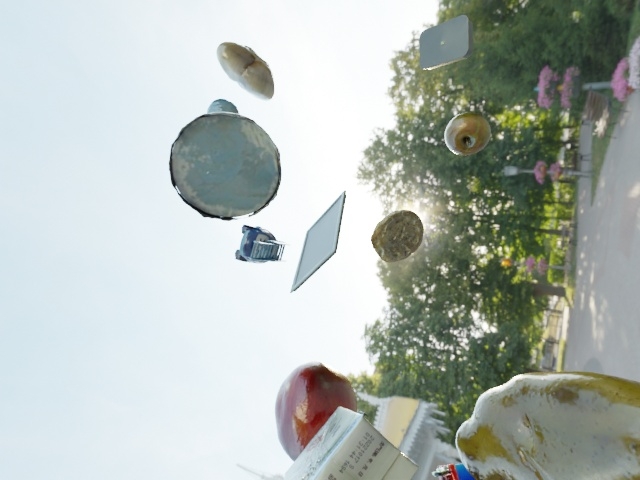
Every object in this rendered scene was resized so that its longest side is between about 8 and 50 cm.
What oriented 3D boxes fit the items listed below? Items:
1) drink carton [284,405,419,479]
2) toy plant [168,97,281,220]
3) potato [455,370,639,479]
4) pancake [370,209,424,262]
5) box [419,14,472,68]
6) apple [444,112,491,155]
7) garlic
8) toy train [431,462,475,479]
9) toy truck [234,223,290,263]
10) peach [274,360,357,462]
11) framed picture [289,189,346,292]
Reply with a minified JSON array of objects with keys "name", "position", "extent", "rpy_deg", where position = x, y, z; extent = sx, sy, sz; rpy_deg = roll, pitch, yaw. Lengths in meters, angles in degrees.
[{"name":"drink carton","position":[0.039,0.433,0.751],"extent":[0.194,0.132,0.325],"rpy_deg":[-47,-11,-18]},{"name":"toy plant","position":[-0.215,-0.204,0.961],"extent":[0.332,0.246,0.248],"rpy_deg":[-113,14,-65]},{"name":"potato","position":[0.351,0.283,0.550],"extent":[0.369,0.176,0.196],"rpy_deg":[132,154,-53]},{"name":"pancake","position":[0.200,-0.012,1.050],"extent":[0.151,0.025,0.152],"rpy_deg":[-8,-62,-15]},{"name":"box","position":[0.288,-0.450,0.925],"extent":[0.031,0.125,0.091],"rpy_deg":[-8,-83,-42]},{"name":"apple","position":[0.298,-0.218,0.819],"extent":[0.090,0.089,0.075],"rpy_deg":[54,-141,-51]},{"name":"garlic","position":[-0.191,-0.434,1.037],"extent":[0.174,0.099,0.124],"rpy_deg":[30,-157,-27]},{"name":"toy train","position":[0.335,0.564,0.943],"extent":[0.204,0.130,0.083],"rpy_deg":[69,-172,-59]},{"name":"toy truck","position":[-0.102,0.010,0.639],"extent":[0.136,0.074,0.063],"rpy_deg":[5,-80,-74]},{"name":"peach","position":[-0.018,0.501,1.174],"extent":[0.275,0.248,0.246],"rpy_deg":[-86,-12,-47]},{"name":"framed picture","position":[0.000,0.000,1.137],"extent":[0.017,0.217,0.275],"rpy_deg":[32,-140,-16]}]
